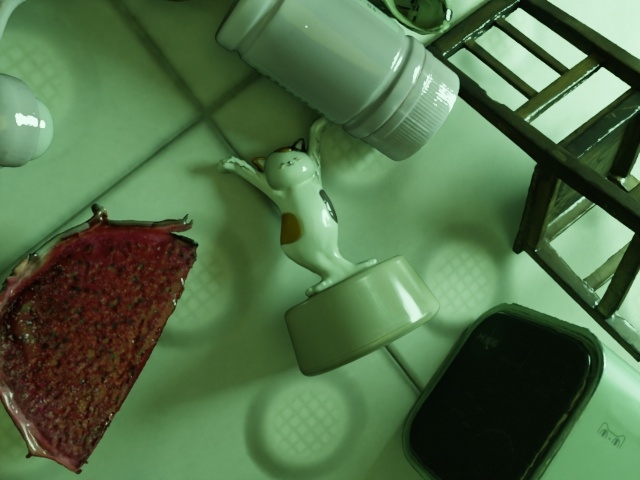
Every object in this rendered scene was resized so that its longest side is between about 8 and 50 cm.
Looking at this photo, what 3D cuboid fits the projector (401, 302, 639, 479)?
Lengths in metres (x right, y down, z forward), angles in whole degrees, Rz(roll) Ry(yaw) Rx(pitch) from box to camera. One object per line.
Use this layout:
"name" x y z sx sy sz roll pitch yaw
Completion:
"projector" 0.289 0.254 0.800 0.249 0.248 0.248 36 85 -19

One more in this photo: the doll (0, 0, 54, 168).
"doll" -0.296 -0.198 0.606 0.094 0.160 0.365 7 94 -57

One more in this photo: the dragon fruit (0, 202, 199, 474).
"dragon fruit" -0.245 0.078 0.675 0.161 0.126 0.274 28 78 -10

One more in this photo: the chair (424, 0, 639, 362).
"chair" 0.327 -0.092 0.821 0.203 0.416 0.240 -37 151 -11

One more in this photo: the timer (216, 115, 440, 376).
"timer" 0.000 0.000 0.747 0.175 0.175 0.266 -26 85 -14

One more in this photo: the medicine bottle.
"medicine bottle" 0.021 -0.204 0.717 0.250 0.133 0.133 31 86 -18

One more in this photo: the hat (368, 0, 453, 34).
"hat" 0.072 -0.293 0.749 0.166 0.081 0.122 19 67 -3
